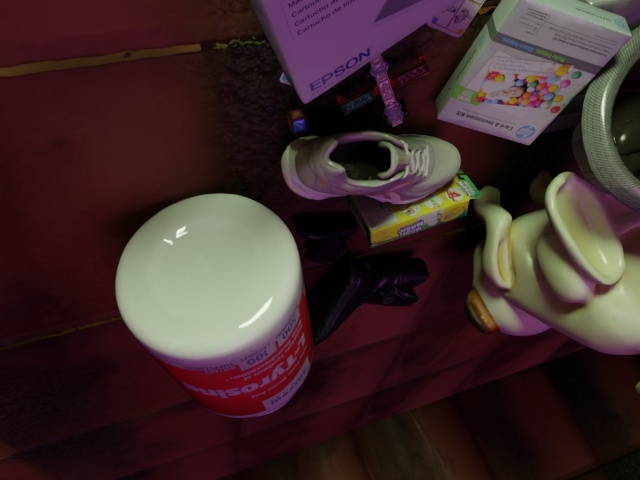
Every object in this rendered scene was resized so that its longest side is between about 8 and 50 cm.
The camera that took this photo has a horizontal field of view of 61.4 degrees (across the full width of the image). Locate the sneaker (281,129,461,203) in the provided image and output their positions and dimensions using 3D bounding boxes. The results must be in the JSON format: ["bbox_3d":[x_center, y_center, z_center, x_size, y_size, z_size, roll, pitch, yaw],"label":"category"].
[{"bbox_3d":[0.090,-0.094,0.687,0.262,0.099,0.121,-8,-176,-27],"label":"sneaker"}]

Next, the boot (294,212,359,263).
[{"bbox_3d":[0.000,0.000,0.878,0.121,0.045,0.099,-5,149,-30],"label":"boot"}]

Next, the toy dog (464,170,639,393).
[{"bbox_3d":[0.429,0.055,0.946,0.284,0.396,0.408,-28,179,-20],"label":"toy dog"}]

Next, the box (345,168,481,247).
[{"bbox_3d":[0.137,-0.065,0.804,0.179,0.105,0.043,-19,144,-7],"label":"box"}]

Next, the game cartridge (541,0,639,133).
[{"bbox_3d":[0.452,-0.271,0.743,0.354,0.068,0.230,-15,145,-14],"label":"game cartridge"}]

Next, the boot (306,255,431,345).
[{"bbox_3d":[0.085,0.125,1.080,0.207,0.094,0.247,5,134,-33],"label":"boot"}]

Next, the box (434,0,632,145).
[{"bbox_3d":[0.248,-0.206,0.659,0.145,0.038,0.186,12,147,-14],"label":"box"}]

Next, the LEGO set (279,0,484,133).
[{"bbox_3d":[0.052,-0.215,0.588,0.182,0.060,0.244,7,134,-30],"label":"LEGO set"}]

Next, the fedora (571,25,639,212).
[{"bbox_3d":[0.442,-0.153,0.701,0.275,0.244,0.124,-45,-177,-5],"label":"fedora"}]

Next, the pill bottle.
[{"bbox_3d":[-0.128,0.132,0.814,0.228,0.229,0.408,-19,150,-8],"label":"pill bottle"}]

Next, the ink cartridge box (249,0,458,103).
[{"bbox_3d":[0.049,-0.226,0.410,0.223,0.045,0.224,-34,165,2],"label":"ink cartridge box"}]
